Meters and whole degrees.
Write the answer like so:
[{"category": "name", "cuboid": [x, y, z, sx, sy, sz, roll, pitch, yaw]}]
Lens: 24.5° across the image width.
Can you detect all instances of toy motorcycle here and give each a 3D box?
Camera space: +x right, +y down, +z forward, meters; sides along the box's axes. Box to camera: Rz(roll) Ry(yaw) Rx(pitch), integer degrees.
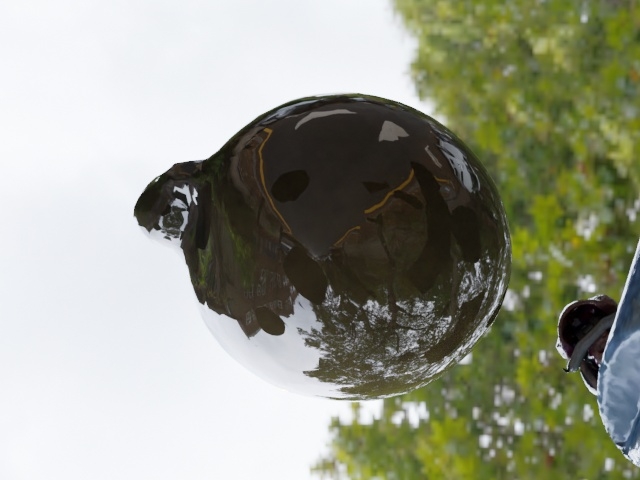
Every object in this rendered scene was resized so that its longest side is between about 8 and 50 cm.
[{"category": "toy motorcycle", "cuboid": [0.274, 0.113, 1.259, 0.122, 0.082, 0.213, 32, -166, -30]}]

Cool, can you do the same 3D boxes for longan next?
[{"category": "longan", "cuboid": [0.000, 0.000, 0.787, 0.204, 0.185, 0.159, 13, -123, 9]}]

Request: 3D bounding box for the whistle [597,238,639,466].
[{"category": "whistle", "cuboid": [0.187, -0.046, 0.666, 0.062, 0.062, 0.304, 15, -101, 25]}]
